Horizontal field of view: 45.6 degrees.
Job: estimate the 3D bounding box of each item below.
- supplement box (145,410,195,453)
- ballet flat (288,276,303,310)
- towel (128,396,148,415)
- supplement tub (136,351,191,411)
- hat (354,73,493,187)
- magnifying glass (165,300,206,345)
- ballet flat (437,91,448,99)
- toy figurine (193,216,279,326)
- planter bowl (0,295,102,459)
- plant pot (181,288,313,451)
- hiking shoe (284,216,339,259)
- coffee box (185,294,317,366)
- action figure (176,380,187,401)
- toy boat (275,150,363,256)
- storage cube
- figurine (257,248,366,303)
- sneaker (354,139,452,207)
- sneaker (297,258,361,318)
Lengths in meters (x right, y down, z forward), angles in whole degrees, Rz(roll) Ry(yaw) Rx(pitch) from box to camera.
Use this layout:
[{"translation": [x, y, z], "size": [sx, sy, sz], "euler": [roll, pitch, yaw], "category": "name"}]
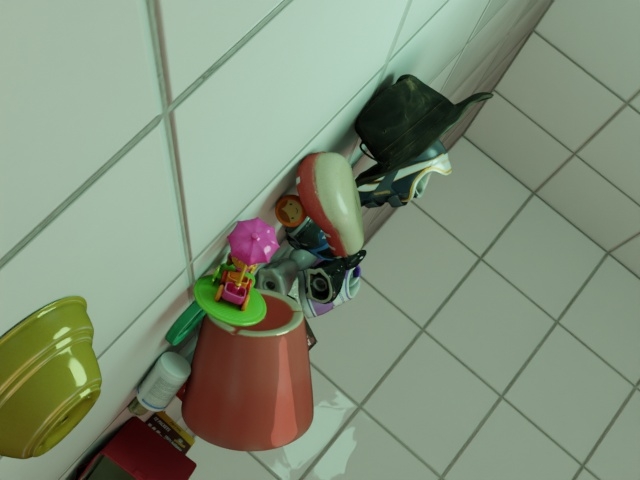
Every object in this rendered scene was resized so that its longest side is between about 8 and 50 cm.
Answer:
[{"translation": [-0.455, 0.576, 1.956], "size": [0.194, 0.129, 0.191], "euler": [-41, 169, -51], "category": "supplement box"}, {"translation": [-0.142, 0.272, 2.324], "size": [0.409, 0.147, 0.147], "euler": [-47, 173, -26], "category": "ballet flat"}, {"translation": [-0.350, 0.315, 1.635], "size": [0.148, 0.027, 0.110], "euler": [-48, 172, -15], "category": "towel"}, {"translation": [-0.311, 0.280, 1.508], "size": [0.107, 0.071, 0.071], "euler": [-51, 173, 23], "category": "supplement tub"}, {"translation": [0.161, -0.238, 1.460], "size": [0.331, 0.134, 0.331], "euler": [-35, -174, 4], "category": "hat"}, {"translation": [-0.207, 0.105, 1.418], "size": [0.231, 0.026, 0.092], "euler": [-51, 173, 8], "category": "magnifying glass"}, {"translation": [0.233, -0.307, 1.749], "size": [0.083, 0.087, 0.247], "euler": [-59, 168, 20], "category": "ballet flat"}, {"translation": [-0.122, 0.029, 1.272], "size": [0.173, 0.130, 0.159], "euler": [-83, -163, -61], "category": "toy figurine"}, {"translation": [-0.308, 0.172, 0.838], "size": [0.217, 0.090, 0.217], "euler": [-49, 173, -8], "category": "planter bowl"}, {"translation": [-0.140, 0.247, 1.539], "size": [0.275, 0.274, 0.243], "euler": [-39, 140, -58], "category": "plant pot"}, {"translation": [0.000, 0.000, 1.716], "size": [0.113, 0.132, 0.304], "euler": [-50, 175, 3], "category": "hiking shoe"}, {"translation": [-0.166, 0.269, 1.814], "size": [0.297, 0.118, 0.168], "euler": [-43, 131, -23], "category": "coffee box"}, {"translation": [-0.255, 0.355, 2.051], "size": [0.091, 0.139, 0.280], "euler": [-53, 175, 37], "category": "action figure"}, {"translation": [-0.008, -0.061, 1.378], "size": [0.151, 0.151, 0.231], "euler": [-8, 156, 8], "category": "toy boat"}, {"translation": [-0.417, 0.534, 1.659], "size": [0.184, 0.215, 0.193], "euler": [-52, 180, 13], "category": "storage cube"}, {"translation": [-0.020, 0.068, 1.799], "size": [0.214, 0.092, 0.209], "euler": [-2, -160, 29], "category": "figurine"}, {"translation": [0.157, -0.127, 1.776], "size": [0.321, 0.127, 0.126], "euler": [-33, -179, 28], "category": "sneaker"}, {"translation": [0.024, 0.086, 1.922], "size": [0.161, 0.102, 0.282], "euler": [-23, -149, 5], "category": "sneaker"}]
